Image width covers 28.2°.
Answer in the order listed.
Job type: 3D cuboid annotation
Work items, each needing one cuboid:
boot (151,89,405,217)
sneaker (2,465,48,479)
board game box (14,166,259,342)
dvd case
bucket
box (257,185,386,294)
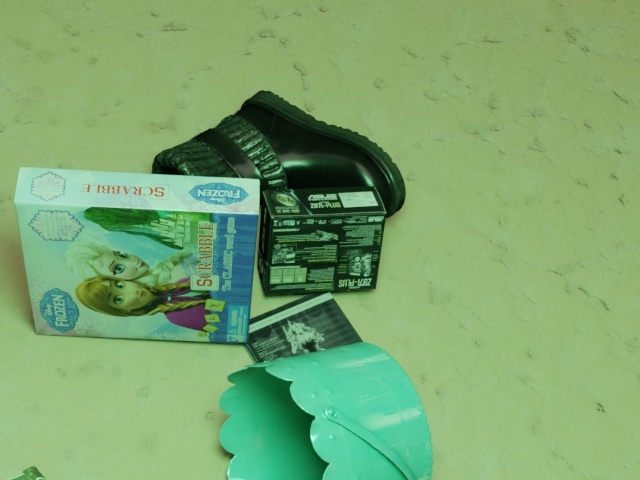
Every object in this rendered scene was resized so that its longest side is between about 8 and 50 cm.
[{"bbox_3d":[-0.067,-0.087,2.026,0.348,0.131,0.260,28,46,24],"label":"boot"},{"bbox_3d":[-0.373,0.338,1.688,0.192,0.064,0.086,1,58,-6],"label":"sneaker"},{"bbox_3d":[-0.250,0.029,1.779,0.317,0.319,0.066,2,53,-4],"label":"board game box"},{"bbox_3d":[-0.006,0.184,1.907,0.164,0.018,0.221,-22,60,-24],"label":"dvd case"},{"bbox_3d":[0.007,0.271,1.688,0.183,0.281,0.281,-13,56,-30],"label":"bucket"},{"bbox_3d":[0.000,0.000,1.957,0.180,0.147,0.077,-3,35,-12],"label":"box"}]
